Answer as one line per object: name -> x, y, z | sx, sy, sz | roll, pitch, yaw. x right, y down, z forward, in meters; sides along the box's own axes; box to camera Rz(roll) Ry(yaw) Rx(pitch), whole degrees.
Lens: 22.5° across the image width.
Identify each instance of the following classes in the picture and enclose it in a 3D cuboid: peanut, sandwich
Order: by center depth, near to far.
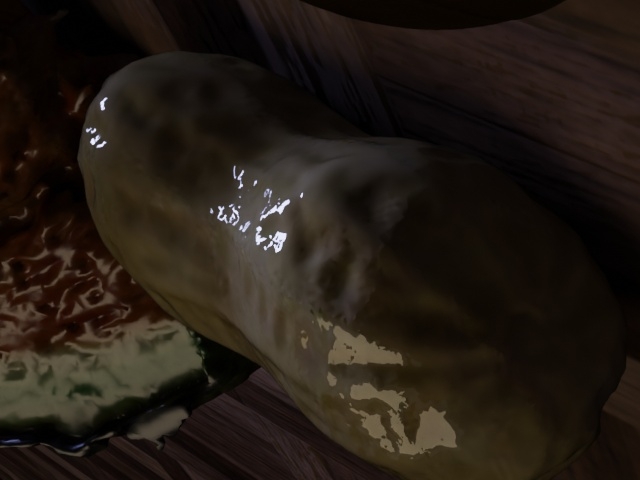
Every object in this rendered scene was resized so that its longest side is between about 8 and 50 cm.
peanut -> 0.000, 0.000, 0.611 | 0.256, 0.123, 0.123 | 33, 161, 32
sandwich -> -0.172, -0.045, 0.801 | 0.250, 0.162, 0.301 | -11, 116, 25

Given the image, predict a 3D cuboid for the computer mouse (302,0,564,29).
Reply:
computer mouse -> -0.056, -0.160, 0.409 | 0.310, 0.072, 0.158 | 45, 163, -19
